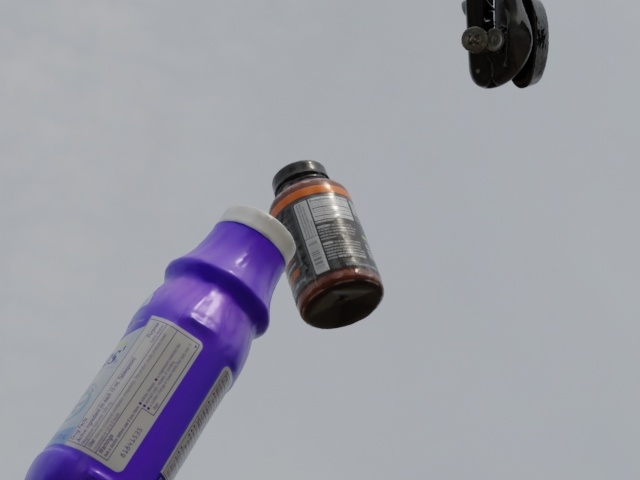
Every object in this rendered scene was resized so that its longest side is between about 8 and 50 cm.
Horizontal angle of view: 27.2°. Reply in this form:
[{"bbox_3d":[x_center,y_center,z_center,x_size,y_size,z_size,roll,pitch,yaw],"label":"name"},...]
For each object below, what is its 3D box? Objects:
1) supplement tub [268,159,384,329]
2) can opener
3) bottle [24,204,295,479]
[{"bbox_3d":[0.000,0.000,1.566,0.106,0.198,0.106,-13,-35,-9],"label":"supplement tub"},{"bbox_3d":[0.136,-0.210,1.030,0.059,0.073,0.186,-3,-82,31],"label":"can opener"},{"bbox_3d":[-0.112,0.096,0.986,0.092,0.283,0.118,33,-29,-3],"label":"bottle"}]
